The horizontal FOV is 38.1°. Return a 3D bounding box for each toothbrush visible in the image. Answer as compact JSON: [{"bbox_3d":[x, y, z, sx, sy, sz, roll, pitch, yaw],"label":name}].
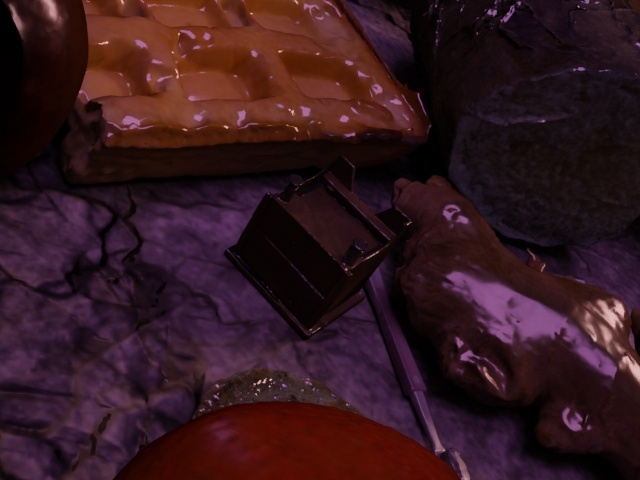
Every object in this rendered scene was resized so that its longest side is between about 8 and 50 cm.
[{"bbox_3d":[0.059,0.085,0.631,0.014,0.017,0.194,8,45,-35],"label":"toothbrush"}]

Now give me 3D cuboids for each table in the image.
[{"bbox_3d":[0.000,0.000,0.622,0.083,0.082,0.070,46,42,14],"label":"table"}]

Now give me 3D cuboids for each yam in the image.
[{"bbox_3d":[0.179,-0.152,0.793,0.202,0.202,0.271,14,45,-12],"label":"yam"}]

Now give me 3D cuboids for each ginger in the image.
[{"bbox_3d":[0.168,0.073,0.659,0.333,0.080,0.166,38,60,10],"label":"ginger"}]

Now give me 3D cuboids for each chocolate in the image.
[{"bbox_3d":[-0.214,-0.122,0.547,0.177,0.176,0.176,18,44,-18],"label":"chocolate"}]

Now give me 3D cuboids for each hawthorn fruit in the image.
[{"bbox_3d":[-0.025,0.155,0.407,0.197,0.196,0.225,-9,34,-38],"label":"hawthorn fruit"}]

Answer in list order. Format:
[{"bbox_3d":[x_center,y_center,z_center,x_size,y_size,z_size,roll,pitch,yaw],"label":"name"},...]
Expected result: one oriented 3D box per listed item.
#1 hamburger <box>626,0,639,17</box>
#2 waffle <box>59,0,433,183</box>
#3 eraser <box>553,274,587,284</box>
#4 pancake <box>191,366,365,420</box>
[{"bbox_3d":[0.402,-0.288,1.126,0.215,0.122,0.189,-11,60,-37],"label":"hamburger"},{"bbox_3d":[-0.102,-0.186,0.739,0.304,0.077,0.348,-5,54,-37],"label":"waffle"},{"bbox_3d":[0.209,0.066,0.743,0.038,0.019,0.083,7,47,-25],"label":"eraser"},{"bbox_3d":[-0.023,0.126,0.534,0.116,0.022,0.129,32,41,1],"label":"pancake"}]
